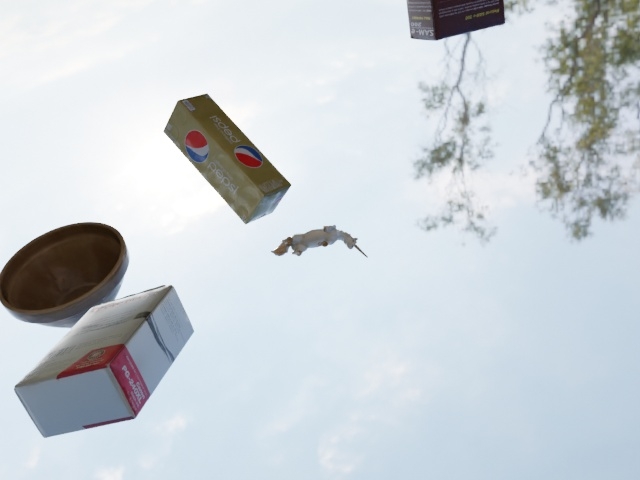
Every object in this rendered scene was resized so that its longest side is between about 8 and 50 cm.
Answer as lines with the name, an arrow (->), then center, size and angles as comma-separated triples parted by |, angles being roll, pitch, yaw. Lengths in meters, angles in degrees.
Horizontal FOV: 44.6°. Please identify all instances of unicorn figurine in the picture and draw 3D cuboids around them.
unicorn figurine -> 0.000, 0.000, 1.386 | 0.162, 0.060, 0.111 | 3, -178, 9

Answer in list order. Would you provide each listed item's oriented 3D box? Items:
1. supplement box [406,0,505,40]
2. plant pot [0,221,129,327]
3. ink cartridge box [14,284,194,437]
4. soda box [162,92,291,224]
supplement box -> 0.185, -0.418, 1.113 | 0.130, 0.239, 0.073 | -18, -158, -23
plant pot -> -0.452, 0.081, 1.418 | 0.237, 0.110, 0.237 | -8, -140, 7
ink cartridge box -> -0.204, 0.114, 0.762 | 0.109, 0.063, 0.150 | -16, -160, 21
soda box -> -0.126, -0.110, 1.041 | 0.181, 0.061, 0.058 | 48, -140, 13
